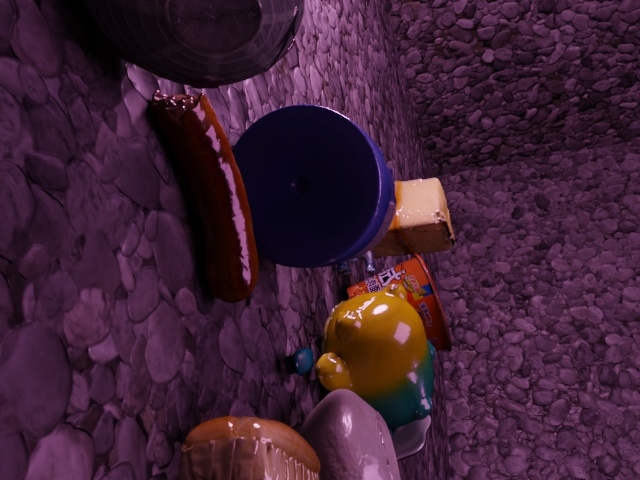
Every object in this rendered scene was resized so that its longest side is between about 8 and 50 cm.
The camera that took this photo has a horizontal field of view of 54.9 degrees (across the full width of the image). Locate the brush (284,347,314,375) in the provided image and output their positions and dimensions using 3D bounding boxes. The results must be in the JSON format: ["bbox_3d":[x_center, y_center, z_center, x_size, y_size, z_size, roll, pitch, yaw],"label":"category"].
[{"bbox_3d":[-0.038,0.222,1.129,0.193,0.032,0.043,48,31,-81],"label":"brush"}]

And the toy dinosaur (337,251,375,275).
[{"bbox_3d":[0.070,0.023,1.492,0.329,0.076,0.145,41,35,-49],"label":"toy dinosaur"}]

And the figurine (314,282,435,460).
[{"bbox_3d":[0.126,0.265,1.272,0.323,0.231,0.340,-29,119,-35],"label":"figurine"}]

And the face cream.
[{"bbox_3d":[-0.006,-0.079,1.013,0.225,0.248,0.249,6,76,-78],"label":"face cream"}]

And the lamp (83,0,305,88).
[{"bbox_3d":[-0.140,-0.295,0.702,0.233,0.265,0.233,-179,-90,-68],"label":"lamp"}]

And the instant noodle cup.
[{"bbox_3d":[0.183,0.177,1.487,0.250,0.192,0.251,-19,90,-88],"label":"instant noodle cup"}]

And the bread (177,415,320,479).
[{"bbox_3d":[-0.079,0.292,0.771,0.236,0.139,0.106,62,22,-53],"label":"bread"}]

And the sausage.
[{"bbox_3d":[-0.146,-0.062,0.838,0.103,0.076,0.302,-47,125,-59],"label":"sausage"}]

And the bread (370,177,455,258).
[{"bbox_3d":[0.235,-0.017,1.726,0.198,0.263,0.236,-75,152,-47],"label":"bread"}]

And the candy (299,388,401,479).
[{"bbox_3d":[0.041,0.395,1.034,0.295,0.185,0.296,-16,90,-87],"label":"candy"}]
